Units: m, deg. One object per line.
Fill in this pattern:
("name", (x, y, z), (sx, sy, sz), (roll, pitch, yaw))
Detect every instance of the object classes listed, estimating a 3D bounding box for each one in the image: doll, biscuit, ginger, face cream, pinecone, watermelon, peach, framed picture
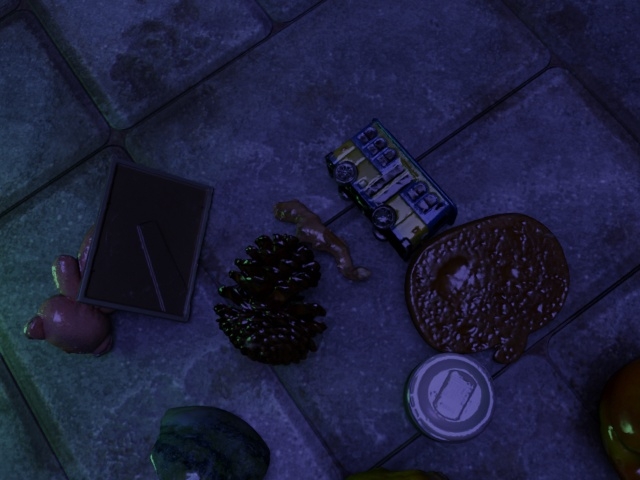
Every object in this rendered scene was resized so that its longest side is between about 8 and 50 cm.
("doll", (-0.534, 0.103, 1.415), (0.156, 0.201, 0.303), (-3, 64, 42))
("biscuit", (0.367, 0.111, 1.358), (0.367, 0.063, 0.314), (-19, 90, -7))
("ginger", (0.000, 0.000, 1.430), (0.089, 0.075, 0.288), (-35, 69, -29))
("face cream", (0.259, 0.322, 1.280), (0.177, 0.153, 0.177), (-1, 74, 3))
("pinecone", (-0.093, 0.117, 1.332), (0.246, 0.246, 0.292), (9, 61, 7))
("watermelon", (-0.241, 0.453, 1.288), (0.176, 0.256, 0.260), (-37, 80, 40))
("peach", (0.699, 0.348, 1.177), (0.332, 0.308, 0.308), (-30, 74, -20))
("framed picture", (-0.387, -0.001, 1.416), (0.247, 0.022, 0.335), (16, 72, -26))

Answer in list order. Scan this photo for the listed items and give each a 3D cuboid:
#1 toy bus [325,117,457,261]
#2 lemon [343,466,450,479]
("toy bus", (0.156, -0.111, 1.413), (0.175, 0.138, 0.288), (-38, 75, -5))
("lemon", (0.127, 0.589, 1.119), (0.349, 0.350, 0.387), (36, 89, 13))
